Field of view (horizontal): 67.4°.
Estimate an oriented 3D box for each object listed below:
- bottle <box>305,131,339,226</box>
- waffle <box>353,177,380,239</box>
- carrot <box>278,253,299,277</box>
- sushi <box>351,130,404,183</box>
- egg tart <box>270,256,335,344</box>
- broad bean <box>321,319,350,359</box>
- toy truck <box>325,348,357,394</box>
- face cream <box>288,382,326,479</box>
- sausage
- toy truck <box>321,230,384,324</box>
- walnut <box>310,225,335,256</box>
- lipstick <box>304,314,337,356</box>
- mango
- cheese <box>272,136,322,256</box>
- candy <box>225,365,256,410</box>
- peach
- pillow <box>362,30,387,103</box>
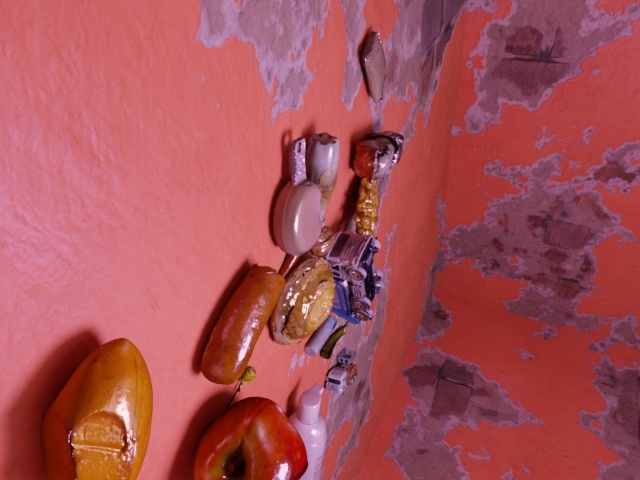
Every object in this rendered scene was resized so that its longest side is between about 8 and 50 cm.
[{"bbox_3d":[0.000,-0.145,1.248,0.083,0.083,0.269,-49,152,-47],"label":"bottle"},{"bbox_3d":[0.164,-0.096,1.608,0.292,0.069,0.259,-76,163,-45],"label":"waffle"},{"bbox_3d":[-0.076,0.047,1.257,0.142,0.035,0.035,-63,156,-16],"label":"carrot"},{"bbox_3d":[0.190,-0.279,1.546,0.332,0.130,0.124,-42,141,-55],"label":"sushi"},{"bbox_3d":[-0.032,0.176,1.332,0.279,0.095,0.278,-42,146,-38],"label":"egg tart"},{"bbox_3d":[0.044,0.354,1.661,0.069,0.039,0.226,-12,145,-38],"label":"broad bean"},{"bbox_3d":[0.085,0.517,1.887,0.178,0.080,0.115,-27,124,-63],"label":"toy truck"},{"bbox_3d":[-0.054,0.641,1.556,0.145,0.146,0.369,-30,130,-60],"label":"face cream"},{"bbox_3d":[-0.167,0.179,1.035,0.270,0.109,0.109,-65,156,-24],"label":"sausage"},{"bbox_3d":[0.102,0.129,1.545,0.367,0.175,0.146,80,32,-48],"label":"toy truck"},{"bbox_3d":[0.000,0.000,1.350,0.096,0.083,0.078,-42,113,-52],"label":"walnut"},{"bbox_3d":[0.004,0.316,1.600,0.158,0.048,0.048,-51,148,-45],"label":"lipstick"},{"bbox_3d":[-0.319,0.267,0.699,0.154,0.126,0.251,17,82,-57],"label":"mango"},{"bbox_3d":[-0.050,-0.105,1.153,0.163,0.082,0.286,-40,139,-56],"label":"cheese"},{"bbox_3d":[-0.199,0.364,1.179,0.035,0.035,0.123,44,69,-30],"label":"candy"},{"bbox_3d":[-0.149,0.485,1.096,0.274,0.249,0.245,69,19,-68],"label":"peach"},{"bbox_3d":[0.163,-0.514,1.428,0.208,0.053,0.119,59,46,-61],"label":"pillow"}]
